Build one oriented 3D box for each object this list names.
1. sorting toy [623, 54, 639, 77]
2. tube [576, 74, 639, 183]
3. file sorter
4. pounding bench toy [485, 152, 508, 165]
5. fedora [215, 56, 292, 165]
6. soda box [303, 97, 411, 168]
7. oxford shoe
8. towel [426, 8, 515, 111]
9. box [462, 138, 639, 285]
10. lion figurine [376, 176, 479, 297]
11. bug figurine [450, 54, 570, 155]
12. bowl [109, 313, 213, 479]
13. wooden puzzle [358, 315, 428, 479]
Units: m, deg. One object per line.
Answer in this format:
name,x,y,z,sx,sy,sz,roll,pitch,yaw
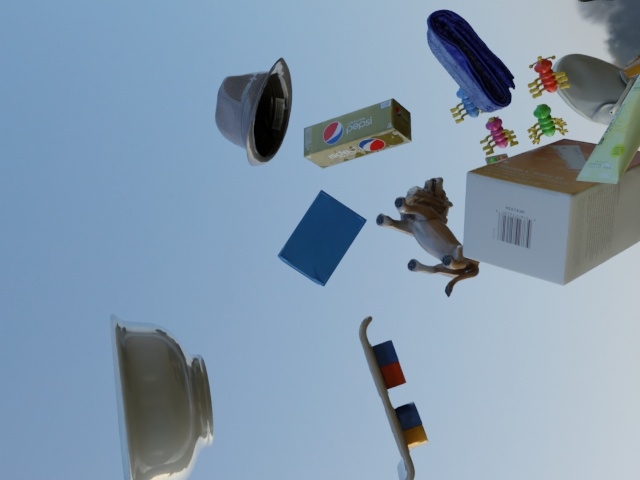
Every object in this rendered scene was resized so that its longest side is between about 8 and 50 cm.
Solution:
sorting toy,0.667,-0.367,1.415,0.041,0.307,0.229,42,-110,-14
tube,0.506,-0.192,1.359,0.062,0.240,0.070,31,173,17
file sorter,0.000,0.000,1.817,0.118,0.170,0.104,33,172,-1
pounding bench toy,0.396,-0.169,1.894,0.065,0.052,0.083,86,171,-57
fedora,-0.159,-0.298,1.896,0.275,0.124,0.244,59,-131,-73
soda box,0.060,-0.177,1.409,0.061,0.181,0.058,27,-123,-50
oxford shoe,0.808,-0.352,2.177,0.449,0.169,0.130,32,175,-3
towel,0.306,-0.363,1.701,0.228,0.076,0.308,51,-171,-1
box,0.454,-0.066,1.569,0.345,0.215,0.168,-20,-63,-42
lion figurine,0.296,-0.001,2.089,0.240,0.142,0.392,11,-138,-42
bug figurine,0.463,-0.320,2.010,0.216,0.279,0.072,63,-156,-28
bowl,-0.239,0.252,1.272,0.134,0.298,0.298,-5,-116,-16
wooden puzzle,0.160,0.334,1.808,0.322,0.080,0.348,66,-171,-82
